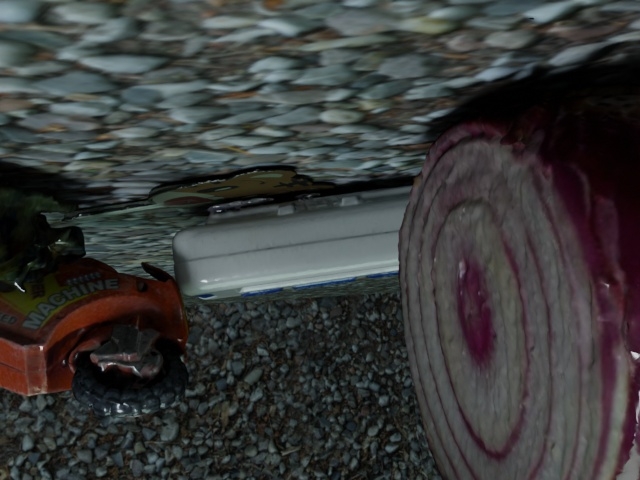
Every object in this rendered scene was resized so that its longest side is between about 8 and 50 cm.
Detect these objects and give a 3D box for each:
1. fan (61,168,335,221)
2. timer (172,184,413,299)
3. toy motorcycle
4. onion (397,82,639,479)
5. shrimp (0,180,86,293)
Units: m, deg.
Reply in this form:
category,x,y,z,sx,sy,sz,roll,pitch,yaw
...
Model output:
category,x,y,z,sx,sy,sz,roll,pitch,yaw
fan,-0.110,-0.034,0.797,0.226,0.008,0.152,-8,175,15
timer,0.000,0.000,0.866,0.253,0.078,0.178,-7,175,-2
toy motorcycle,-0.216,0.063,0.768,0.298,0.089,0.171,16,-147,23
onion,0.202,0.051,0.573,0.260,0.282,0.336,-1,173,-13
shrimp,-0.315,0.022,0.583,0.272,0.085,0.445,-24,172,26
